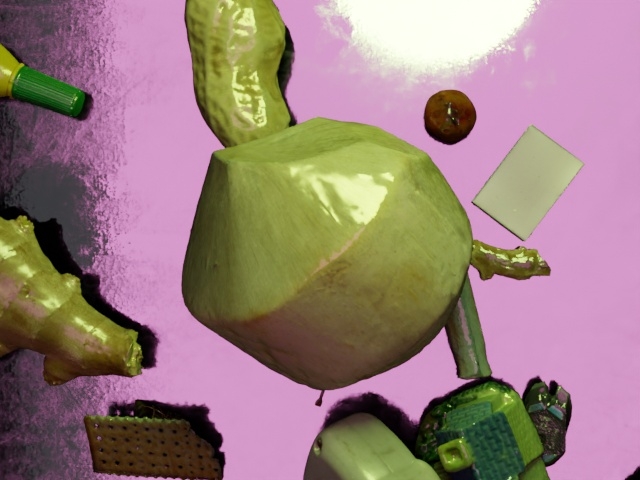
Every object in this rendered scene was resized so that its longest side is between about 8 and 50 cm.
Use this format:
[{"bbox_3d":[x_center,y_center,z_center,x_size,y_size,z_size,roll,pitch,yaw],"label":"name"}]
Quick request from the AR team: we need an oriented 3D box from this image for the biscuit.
[{"bbox_3d":[-0.254,0.314,1.890,0.203,0.016,0.144,2,130,6],"label":"biscuit"}]

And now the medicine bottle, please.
[{"bbox_3d":[-0.491,-0.254,1.924,0.260,0.064,0.095,21,93,4],"label":"medicine bottle"}]

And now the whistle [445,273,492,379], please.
[{"bbox_3d":[0.196,0.050,1.879,0.057,0.068,0.326,-12,88,-27],"label":"whistle"}]

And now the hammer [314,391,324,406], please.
[{"bbox_3d":[0.016,0.197,1.916,0.029,0.014,0.123,19,94,12],"label":"hammer"}]

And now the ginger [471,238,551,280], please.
[{"bbox_3d":[0.280,0.032,1.885,0.137,0.044,0.057,11,120,10],"label":"ginger"}]

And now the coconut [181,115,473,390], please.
[{"bbox_3d":[0.000,0.000,1.720,0.415,0.345,0.415,-7,125,-10],"label":"coconut"}]

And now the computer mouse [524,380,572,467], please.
[{"bbox_3d":[0.336,0.276,1.874,0.079,0.047,0.135,12,99,14],"label":"computer mouse"}]

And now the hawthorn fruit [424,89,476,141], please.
[{"bbox_3d":[0.195,-0.188,1.864,0.081,0.093,0.081,0,90,2],"label":"hawthorn fruit"}]

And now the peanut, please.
[{"bbox_3d":[-0.118,-0.260,1.860,0.153,0.140,0.325,-15,85,17],"label":"peanut"}]

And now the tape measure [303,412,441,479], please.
[{"bbox_3d":[0.077,0.400,1.787,0.130,0.258,0.265,-25,47,-26],"label":"tape measure"}]

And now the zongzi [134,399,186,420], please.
[{"bbox_3d":[-0.262,0.270,1.920,0.067,0.073,0.083,-50,127,2],"label":"zongzi"}]

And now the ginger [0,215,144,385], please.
[{"bbox_3d":[-0.458,0.119,1.875,0.236,0.166,0.375,-44,81,-6],"label":"ginger"}]

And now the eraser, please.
[{"bbox_3d":[0.315,-0.087,1.891,0.104,0.023,0.150,37,93,3],"label":"eraser"}]

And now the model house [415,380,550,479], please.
[{"bbox_3d":[0.217,0.334,1.795,0.195,0.189,0.214,-17,91,16],"label":"model house"}]
